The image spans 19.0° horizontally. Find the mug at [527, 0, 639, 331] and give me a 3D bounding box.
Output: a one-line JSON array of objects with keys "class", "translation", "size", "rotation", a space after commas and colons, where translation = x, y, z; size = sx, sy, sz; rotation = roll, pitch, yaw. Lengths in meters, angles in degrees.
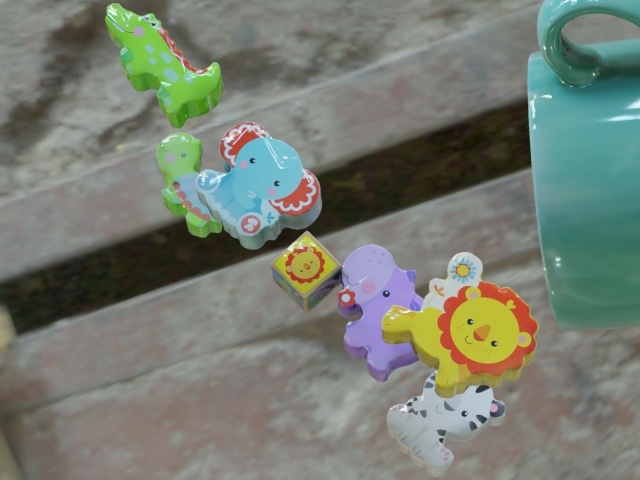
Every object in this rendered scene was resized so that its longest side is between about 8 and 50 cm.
[{"class": "mug", "translation": [0.147, -0.031, 0.850], "size": [0.097, 0.158, 0.129], "rotation": [-6, 70, 11]}]

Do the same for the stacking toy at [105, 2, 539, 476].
[{"class": "stacking toy", "translation": [0.000, 0.000, 0.823], "size": [0.052, 0.167, 0.221], "rotation": [-42, 75, -12]}]
